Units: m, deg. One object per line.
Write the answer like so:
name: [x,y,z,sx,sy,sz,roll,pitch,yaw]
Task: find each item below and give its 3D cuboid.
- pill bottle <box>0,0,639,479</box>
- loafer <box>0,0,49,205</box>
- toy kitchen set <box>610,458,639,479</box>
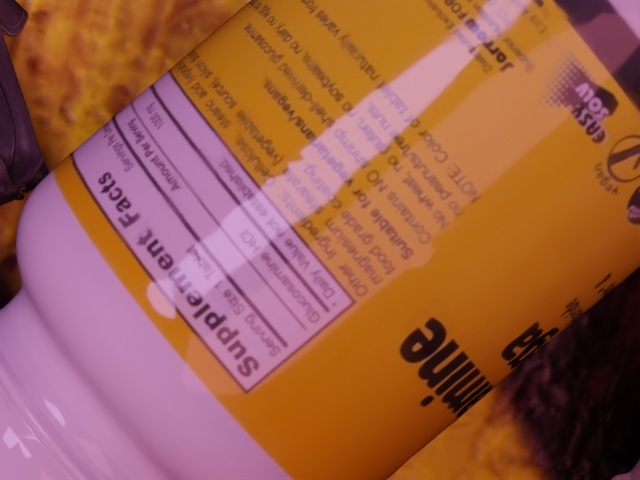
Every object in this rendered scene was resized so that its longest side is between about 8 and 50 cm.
pill bottle: [0.000,0.000,0.753,0.334,0.188,0.188,-40,107,2]
loafer: [-0.156,-0.094,0.775,0.061,0.062,0.170,-14,111,-30]
toy kitchen set: [0.197,0.078,0.875,0.122,0.166,0.207,8,139,-12]
